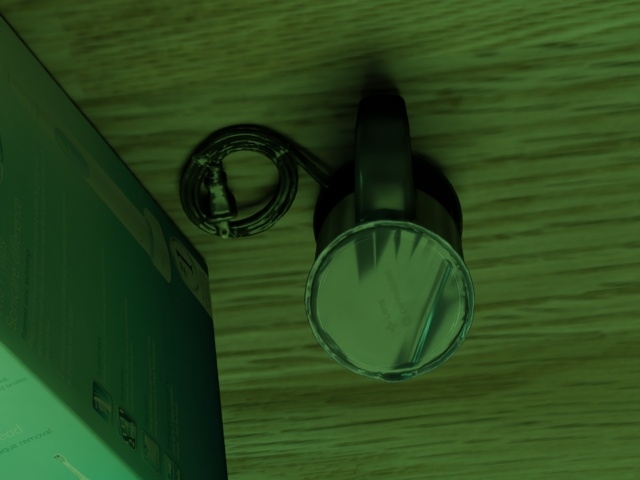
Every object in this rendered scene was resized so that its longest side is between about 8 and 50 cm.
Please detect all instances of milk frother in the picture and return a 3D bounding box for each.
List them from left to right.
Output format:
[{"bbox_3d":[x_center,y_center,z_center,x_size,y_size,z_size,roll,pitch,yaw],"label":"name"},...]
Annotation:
[{"bbox_3d":[0.000,0.000,0.906,0.143,0.135,0.129,-19,105,8],"label":"milk frother"}]

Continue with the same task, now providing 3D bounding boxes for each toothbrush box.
[{"bbox_3d":[-0.168,0.026,0.849,0.126,0.216,0.295,-22,136,13],"label":"toothbrush box"}]
